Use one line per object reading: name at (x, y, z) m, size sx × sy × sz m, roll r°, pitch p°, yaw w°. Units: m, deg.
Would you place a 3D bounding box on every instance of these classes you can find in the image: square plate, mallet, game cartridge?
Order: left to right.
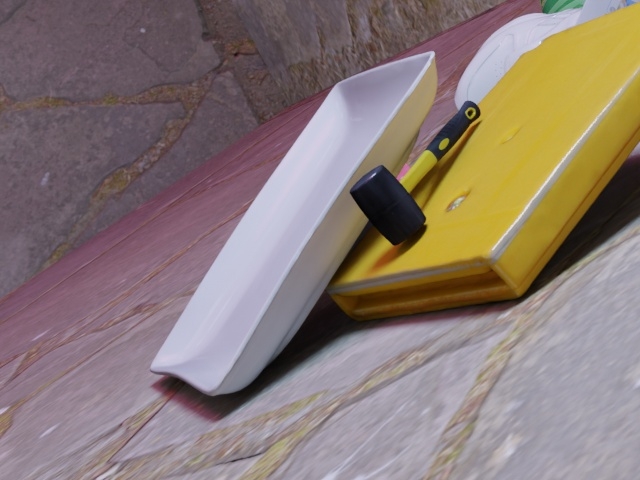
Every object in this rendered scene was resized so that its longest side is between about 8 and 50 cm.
square plate at (-0.022, -0.007, 1.779) m, size 0.344 × 0.049 × 0.347 m, roll -56°, pitch 11°, yaw -8°
mallet at (0.082, -0.072, 1.636) m, size 0.039 × 0.062 × 0.190 m, roll -33°, pitch 17°, yaw 43°
game cartridge at (0.172, -0.070, 1.619) m, size 0.324 × 0.053 × 0.285 m, roll -48°, pitch 15°, yaw -22°

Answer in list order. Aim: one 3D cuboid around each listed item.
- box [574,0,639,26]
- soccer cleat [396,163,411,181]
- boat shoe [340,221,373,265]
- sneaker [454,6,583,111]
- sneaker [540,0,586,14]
box at (0.331, -0.237, 1.908) m, size 0.114 × 0.103 × 0.203 m, roll -35°, pitch -25°, yaw -39°
soccer cleat at (0.000, 0.000, 2.050) m, size 0.248 × 0.083 × 0.095 m, roll -36°, pitch -20°, yaw -16°
boat shoe at (0.092, -0.024, 1.843) m, size 0.228 × 0.080 × 0.076 m, roll -40°, pitch -20°, yaw -6°
sneaker at (0.283, -0.215, 2.241) m, size 0.305 × 0.114 × 0.152 m, roll -25°, pitch 8°, yaw 21°
sneaker at (0.389, -0.280, 2.380) m, size 0.109 × 0.123 × 0.295 m, roll -1°, pitch 5°, yaw -41°
